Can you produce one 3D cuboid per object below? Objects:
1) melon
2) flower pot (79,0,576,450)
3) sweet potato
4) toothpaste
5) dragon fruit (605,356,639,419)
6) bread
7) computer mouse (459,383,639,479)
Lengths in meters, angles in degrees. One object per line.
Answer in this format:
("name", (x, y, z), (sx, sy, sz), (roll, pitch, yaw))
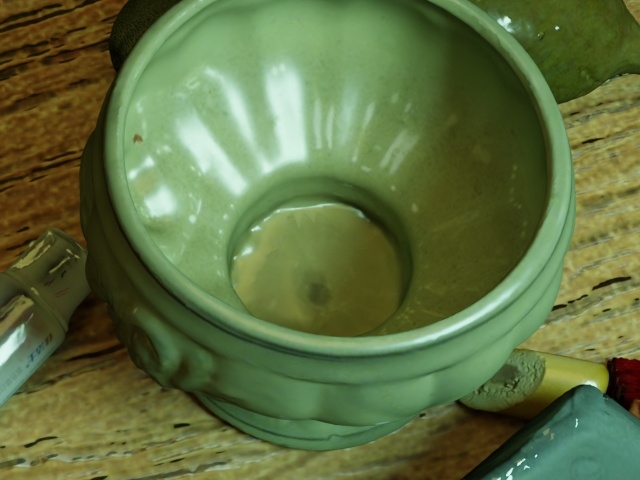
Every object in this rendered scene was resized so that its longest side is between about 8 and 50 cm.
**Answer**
("melon", (-0.092, -0.150, 1.208), (0.131, 0.098, 0.098), (-21, 66, -15))
("flower pot", (0.000, 0.000, 1.056), (0.308, 0.244, 0.307), (2, 61, -3))
("sweet potato", (0.094, -0.173, 1.198), (0.370, 0.158, 0.157), (13, 57, -32))
("toothpaste", (-0.268, 0.122, 1.065), (0.100, 0.066, 0.323), (40, 70, 10))
("dragon fruit", (0.286, 0.134, 1.126), (0.192, 0.122, 0.092), (-3, 102, -11))
("bread", (0.143, 0.099, 1.119), (0.103, 0.062, 0.049), (9, 84, 0))
("computer mouse", (0.105, 0.241, 1.002), (0.371, 0.122, 0.188), (-36, 83, -19))
